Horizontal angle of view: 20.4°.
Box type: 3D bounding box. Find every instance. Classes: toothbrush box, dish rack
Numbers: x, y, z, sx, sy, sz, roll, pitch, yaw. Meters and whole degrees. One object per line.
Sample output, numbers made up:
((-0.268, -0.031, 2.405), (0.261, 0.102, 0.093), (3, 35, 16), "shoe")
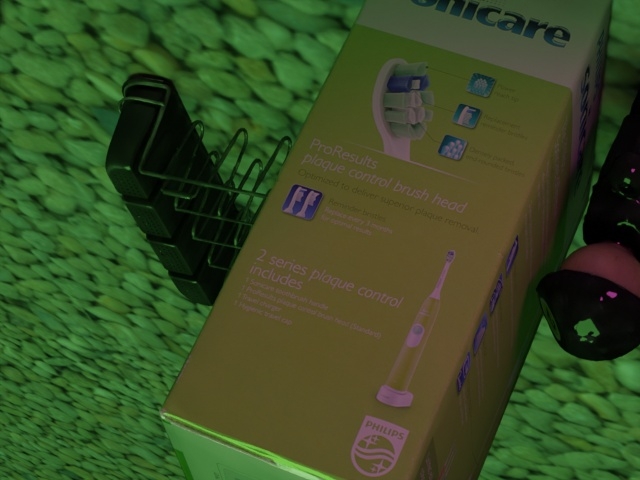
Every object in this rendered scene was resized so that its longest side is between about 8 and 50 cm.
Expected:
((0.043, 0.027, 0.904), (0.122, 0.283, 0.206), (20, 156, 15), "toothbrush box")
((0.000, 0.000, 1.164), (0.271, 0.074, 0.208), (13, 155, 22), "dish rack")

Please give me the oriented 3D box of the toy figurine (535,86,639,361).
((0.239, 0.022, 0.870), (0.213, 0.148, 0.209), (39, 153, -28), "toy figurine")
